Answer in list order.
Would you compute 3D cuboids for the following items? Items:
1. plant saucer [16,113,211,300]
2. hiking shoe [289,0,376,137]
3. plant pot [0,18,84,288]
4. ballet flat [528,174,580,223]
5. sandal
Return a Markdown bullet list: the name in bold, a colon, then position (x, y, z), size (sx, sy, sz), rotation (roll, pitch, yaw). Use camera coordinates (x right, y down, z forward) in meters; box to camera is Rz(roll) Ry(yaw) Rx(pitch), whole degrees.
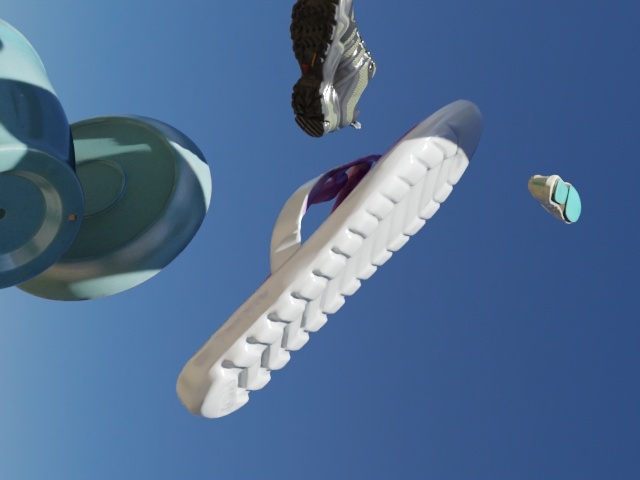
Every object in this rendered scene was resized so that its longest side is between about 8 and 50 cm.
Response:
- **plant saucer**: position (-0.306, -0.061, 1.505), size (0.044, 0.317, 0.318), rotation (75, -1, -51)
- **hiking shoe**: position (0.022, -0.255, 1.497), size (0.086, 0.114, 0.227), rotation (24, -64, 37)
- **plant pot**: position (-0.393, -0.085, 1.249), size (0.255, 0.271, 0.272), rotation (48, -50, 41)
- **ballet flat**: position (0.363, -0.070, 1.739), size (0.052, 0.168, 0.057), rotation (14, -100, 28)
- **sandal**: position (-0.001, -0.006, 1.088), size (0.102, 0.416, 0.169), rotation (41, -13, 18)
